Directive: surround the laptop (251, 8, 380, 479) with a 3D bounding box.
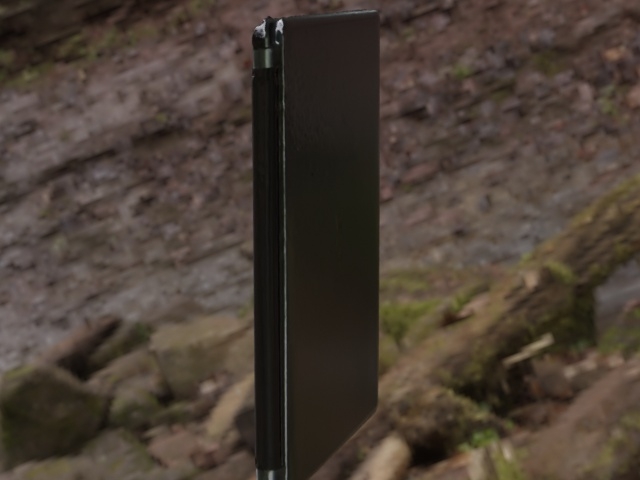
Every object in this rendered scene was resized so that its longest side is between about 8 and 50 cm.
[{"bbox_3d":[0.000,0.000,0.588,0.016,0.180,0.129,4,12,18],"label":"laptop"}]
